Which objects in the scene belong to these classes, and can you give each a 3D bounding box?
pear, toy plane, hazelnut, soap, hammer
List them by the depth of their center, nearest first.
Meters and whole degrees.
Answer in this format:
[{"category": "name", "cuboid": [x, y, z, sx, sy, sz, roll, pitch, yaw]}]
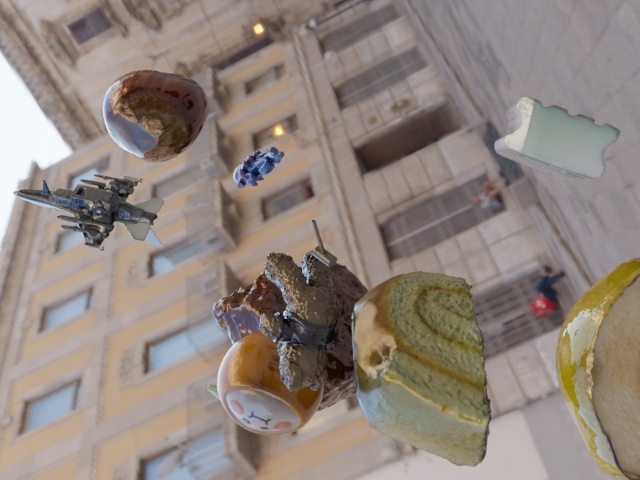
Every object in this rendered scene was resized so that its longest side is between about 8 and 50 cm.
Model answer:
[{"category": "toy plane", "cuboid": [-0.333, -0.054, 1.268, 0.082, 0.234, 0.160, 113, 176, -46]}, {"category": "hammer", "cuboid": [0.000, 0.000, 1.279, 0.035, 0.019, 0.110, 37, 160, 27]}, {"category": "pear", "cuboid": [0.559, 0.230, 1.572, 0.191, 0.340, 0.386, -1, 75, 67]}, {"category": "hazelnut", "cuboid": [-0.328, -0.250, 1.765, 0.210, 0.210, 0.186, -23, -65, -81]}, {"category": "soap", "cuboid": [0.488, -0.212, 1.872, 0.208, 0.115, 0.347, 21, -174, 4]}]

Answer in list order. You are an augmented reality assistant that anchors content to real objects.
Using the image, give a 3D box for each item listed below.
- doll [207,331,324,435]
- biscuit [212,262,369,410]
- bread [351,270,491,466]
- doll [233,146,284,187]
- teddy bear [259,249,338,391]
[{"category": "doll", "cuboid": [-0.109, 0.297, 1.745, 0.236, 0.213, 0.213, -56, 46, 47]}, {"category": "biscuit", "cuboid": [-0.008, 0.216, 2.063, 0.395, 0.166, 0.343, -13, -119, -47]}, {"category": "bread", "cuboid": [0.187, 0.259, 1.750, 0.395, 0.264, 0.239, -87, 2, -54]}, {"category": "doll", "cuboid": [-0.148, -0.172, 2.061, 0.067, 0.206, 0.110, 45, -120, -20]}, {"category": "teddy bear", "cuboid": [-0.026, 0.129, 1.484, 0.182, 0.129, 0.251, 7, -106, -35]}]
